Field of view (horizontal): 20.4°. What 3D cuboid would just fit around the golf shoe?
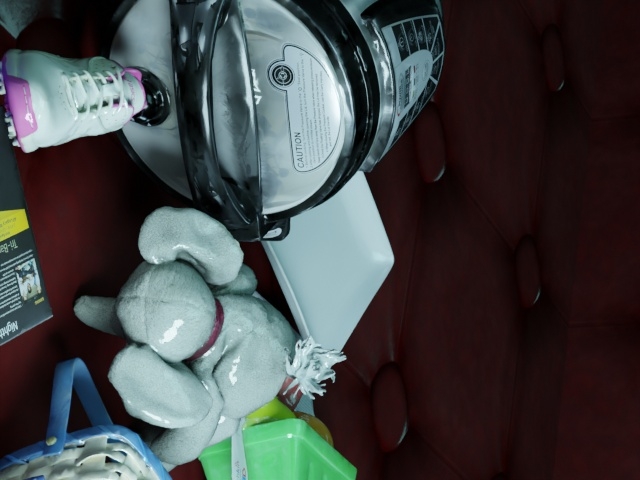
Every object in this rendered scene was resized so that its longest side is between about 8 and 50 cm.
[{"bbox_3d":[-0.271,-0.164,1.961,0.306,0.140,0.115,-74,154,-83],"label":"golf shoe"}]

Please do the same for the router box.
[{"bbox_3d":[-0.413,0.012,1.819,0.309,0.081,0.243,-31,113,-60],"label":"router box"}]

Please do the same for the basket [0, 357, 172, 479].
[{"bbox_3d":[-0.248,0.306,1.981,0.289,0.201,0.255,-98,167,-55],"label":"basket"}]

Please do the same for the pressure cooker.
[{"bbox_3d":[-0.069,-0.221,2.227,0.370,0.375,0.420,47,36,-5],"label":"pressure cooker"}]

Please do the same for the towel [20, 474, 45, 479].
[{"bbox_3d":[-0.334,0.385,1.811,0.034,0.209,0.285,-109,-177,-71],"label":"towel"}]

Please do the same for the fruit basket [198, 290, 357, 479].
[{"bbox_3d":[-0.074,0.236,2.411,0.327,0.165,0.353,49,25,-58],"label":"fruit basket"}]

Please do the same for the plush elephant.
[{"bbox_3d":[-0.168,0.112,2.112,0.255,0.330,0.272,35,61,-34],"label":"plush elephant"}]

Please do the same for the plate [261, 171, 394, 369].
[{"bbox_3d":[0.000,0.000,2.538,0.277,0.045,0.278,-55,134,-45],"label":"plate"}]
